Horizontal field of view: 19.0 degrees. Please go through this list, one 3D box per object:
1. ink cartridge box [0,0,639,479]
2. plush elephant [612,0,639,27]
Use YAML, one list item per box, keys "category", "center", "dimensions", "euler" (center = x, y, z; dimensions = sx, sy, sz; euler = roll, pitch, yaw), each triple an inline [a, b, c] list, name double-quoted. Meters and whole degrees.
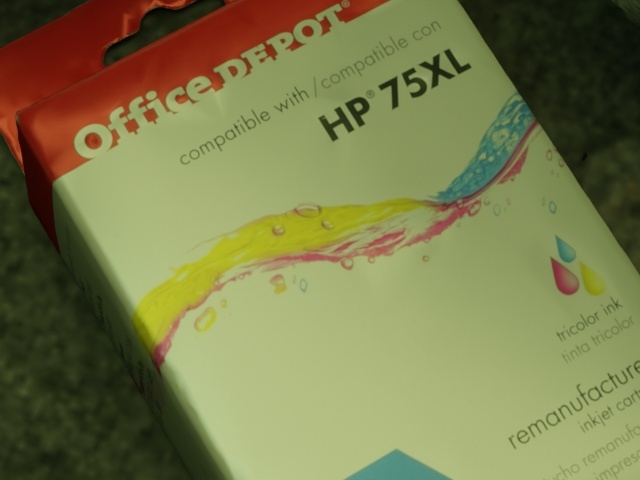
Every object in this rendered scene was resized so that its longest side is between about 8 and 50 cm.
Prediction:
- category: "ink cartridge box"
  center: [0.000, 0.000, 0.572]
  dimensions: [0.134, 0.078, 0.231]
  euler: [-30, 78, -12]
- category: "plush elephant"
  center: [0.031, -0.257, 0.553]
  dimensions: [0.271, 0.255, 0.330]
  euler: [6, 116, -10]
